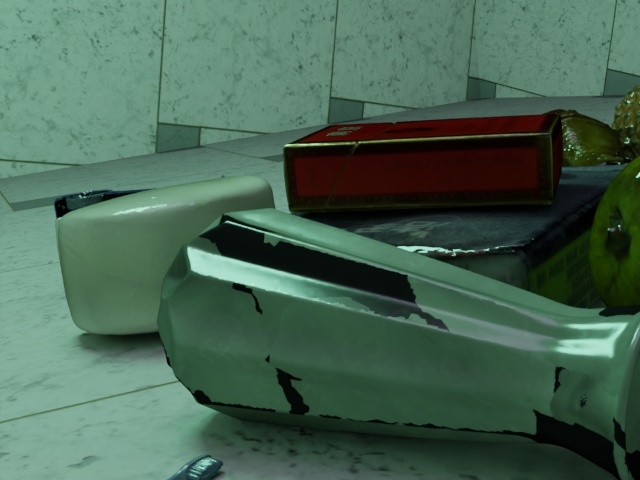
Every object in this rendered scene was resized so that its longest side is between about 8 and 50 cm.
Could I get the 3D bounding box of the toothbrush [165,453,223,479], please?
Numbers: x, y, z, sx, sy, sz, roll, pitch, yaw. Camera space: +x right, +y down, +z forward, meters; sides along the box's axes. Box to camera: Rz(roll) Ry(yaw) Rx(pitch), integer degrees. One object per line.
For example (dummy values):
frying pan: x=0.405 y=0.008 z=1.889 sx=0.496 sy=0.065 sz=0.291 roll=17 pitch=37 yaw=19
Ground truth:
toothbrush: x=-0.122 y=0.171 z=0.572 sx=0.019 sy=0.013 sz=0.193 roll=11 pitch=18 yaw=30

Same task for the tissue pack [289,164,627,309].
tissue pack: x=0.138 y=0.011 z=0.941 sx=0.288 sy=0.124 sz=0.394 roll=1 pitch=13 yaw=33

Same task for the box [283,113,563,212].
box: x=0.102 y=-0.075 z=0.897 sx=0.240 sy=0.074 sz=0.153 roll=-2 pitch=17 yaw=18

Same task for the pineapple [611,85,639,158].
pineapple: x=0.563 y=-0.157 z=1.461 sx=0.169 sy=0.169 sz=0.340 roll=-6 pitch=15 yaw=3

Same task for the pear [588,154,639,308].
pear: x=0.313 y=0.008 z=0.657 sx=0.269 sy=0.212 sz=0.212 roll=1 pitch=8 yaw=-20

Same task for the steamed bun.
steamed bun: x=-0.146 y=0.014 z=1.014 sx=0.242 sy=0.146 sz=0.164 roll=-15 pitch=12 yaw=-38

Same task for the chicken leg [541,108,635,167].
chicken leg: x=0.379 y=-0.128 z=1.446 sx=0.212 sy=0.140 sz=0.361 roll=4 pitch=10 yaw=9

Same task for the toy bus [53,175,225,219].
toy bus: x=-0.193 y=-0.015 z=1.239 sx=0.292 sy=0.125 sz=0.133 roll=-3 pitch=11 yaw=23

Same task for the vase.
vase: x=0.052 y=0.070 z=0.653 sx=0.360 sy=0.165 sz=0.165 roll=8 pitch=18 yaw=38
